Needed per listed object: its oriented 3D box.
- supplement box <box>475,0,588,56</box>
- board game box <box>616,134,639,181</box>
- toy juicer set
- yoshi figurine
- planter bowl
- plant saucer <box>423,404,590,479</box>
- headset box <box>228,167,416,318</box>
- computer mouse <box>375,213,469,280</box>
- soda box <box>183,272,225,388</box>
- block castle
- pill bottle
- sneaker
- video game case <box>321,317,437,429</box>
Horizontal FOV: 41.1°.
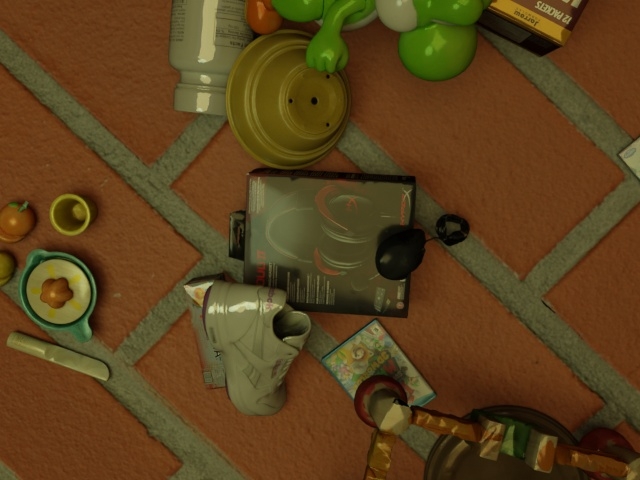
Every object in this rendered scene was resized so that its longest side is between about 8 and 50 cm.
[{"bbox_3d":[0.325,-0.387,1.236,0.129,0.194,0.191,27,100,1],"label":"supplement box"},{"bbox_3d":[0.530,-0.131,1.340,0.090,0.020,0.090,-40,93,9],"label":"board game box"},{"bbox_3d":[-0.472,0.086,1.429,0.209,0.089,0.328,-1,98,5],"label":"toy juicer set"},{"bbox_3d":[0.077,-0.314,1.219,0.362,0.203,0.203,17,89,34],"label":"yoshi figurine"},{"bbox_3d":[-0.027,-0.212,1.295,0.217,0.090,0.217,-6,102,-27],"label":"planter bowl"},{"bbox_3d":[0.313,0.413,1.426,0.278,0.041,0.277,1,98,4],"label":"plant saucer"},{"bbox_3d":[0.000,0.000,1.362,0.293,0.110,0.218,4,99,5],"label":"headset box"},{"bbox_3d":[0.166,0.008,1.296,0.041,0.242,0.071,9,111,39],"label":"computer mouse"},{"bbox_3d":[-0.176,0.151,1.423,0.058,0.063,0.183,-10,97,6],"label":"soda box"},{"bbox_3d":[0.251,0.403,1.310,0.454,0.213,0.302,14,87,-3],"label":"block castle"},{"bbox_3d":[-0.168,-0.311,1.325,0.131,0.131,0.229,6,98,4],"label":"pill bottle"},{"bbox_3d":[-0.080,0.181,1.328,0.152,0.114,0.305,-2,137,12],"label":"sneaker"},{"bbox_3d":[0.098,0.230,1.433,0.119,0.015,0.166,-38,93,9],"label":"video game case"}]
